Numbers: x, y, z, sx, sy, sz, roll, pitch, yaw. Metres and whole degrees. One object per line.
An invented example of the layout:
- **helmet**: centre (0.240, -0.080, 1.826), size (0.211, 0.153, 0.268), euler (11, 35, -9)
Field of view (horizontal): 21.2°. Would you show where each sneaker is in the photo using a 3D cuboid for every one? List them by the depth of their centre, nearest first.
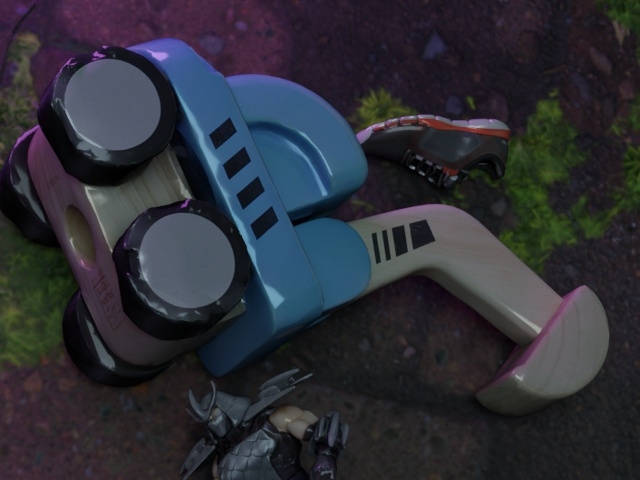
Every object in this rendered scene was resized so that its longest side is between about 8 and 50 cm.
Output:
- **sneaker**: centre (0.109, -0.082, 1.627), size (0.157, 0.061, 0.065), euler (-1, 80, -12)

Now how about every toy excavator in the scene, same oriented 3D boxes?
- **toy excavator**: centre (0.000, 0.000, 1.511), size (0.445, 0.222, 0.433), euler (-21, 80, -27)

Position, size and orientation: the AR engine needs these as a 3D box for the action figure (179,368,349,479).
- **action figure**: centre (-0.014, 0.230, 1.448), size (0.285, 0.185, 0.099), euler (48, 40, 0)
